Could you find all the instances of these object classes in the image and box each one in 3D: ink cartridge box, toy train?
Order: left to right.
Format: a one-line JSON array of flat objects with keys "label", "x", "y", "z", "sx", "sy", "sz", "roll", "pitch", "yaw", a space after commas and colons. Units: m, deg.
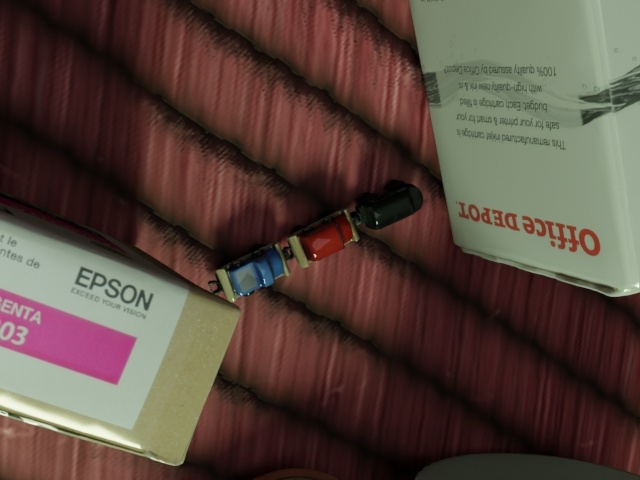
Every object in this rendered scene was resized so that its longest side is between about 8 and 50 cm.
[{"label": "ink cartridge box", "x": -0.183, "y": 0.016, "z": 0.578, "sx": 0.235, "sy": 0.193, "sz": 0.088, "roll": 24, "pitch": 88, "yaw": -27}, {"label": "toy train", "x": 0.000, "y": 0.000, "z": 0.748, "sx": 0.158, "sy": 0.036, "sz": 0.027, "roll": -26, "pitch": 108, "yaw": -19}, {"label": "ink cartridge box", "x": 0.153, "y": -0.123, "z": 0.711, "sx": 0.114, "sy": 0.197, "sz": 0.272, "roll": -17, "pitch": 105, "yaw": -22}]

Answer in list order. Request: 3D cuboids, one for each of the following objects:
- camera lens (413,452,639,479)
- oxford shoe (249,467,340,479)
[{"label": "camera lens", "x": 0.145, "y": 0.303, "z": 0.763, "sx": 0.219, "sy": 0.219, "sz": 0.274, "roll": 2, "pitch": 97, "yaw": -25}, {"label": "oxford shoe", "x": -0.102, "y": 0.321, "z": 0.724, "sx": 0.397, "sy": 0.140, "sz": 0.146, "roll": -48, "pitch": 145, "yaw": -16}]
